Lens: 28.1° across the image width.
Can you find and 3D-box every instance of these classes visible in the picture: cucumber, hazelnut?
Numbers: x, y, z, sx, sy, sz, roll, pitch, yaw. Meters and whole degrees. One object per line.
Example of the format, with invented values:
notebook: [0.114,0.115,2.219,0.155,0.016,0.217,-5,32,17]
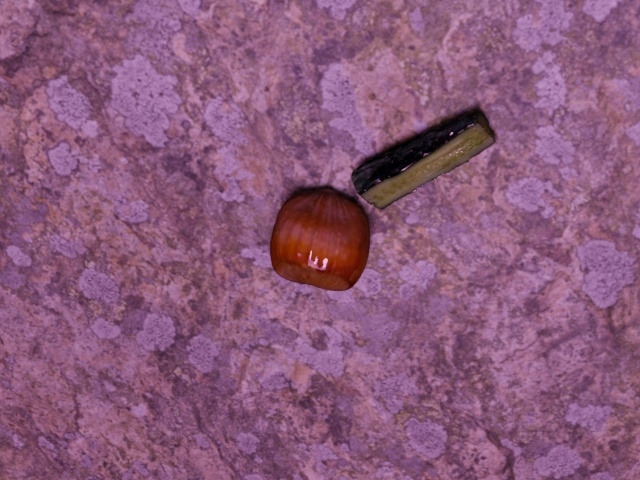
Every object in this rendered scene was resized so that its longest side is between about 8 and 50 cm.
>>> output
cucumber: [0.146,-0.125,1.834,0.211,0.062,0.078,-32,146,23]
hazelnut: [0.000,0.000,1.917,0.150,0.150,0.150,6,125,9]
